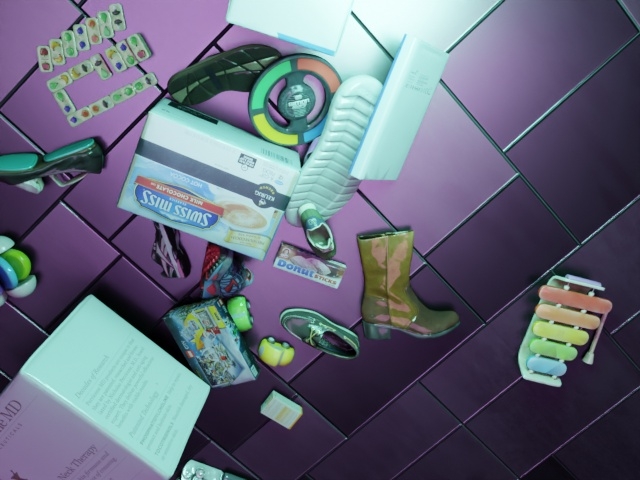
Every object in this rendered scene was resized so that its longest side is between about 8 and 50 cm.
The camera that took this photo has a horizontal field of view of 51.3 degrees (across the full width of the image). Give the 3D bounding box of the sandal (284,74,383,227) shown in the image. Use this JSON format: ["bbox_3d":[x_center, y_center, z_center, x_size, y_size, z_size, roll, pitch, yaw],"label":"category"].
[{"bbox_3d":[0.033,-0.208,1.577,0.169,0.102,0.416,9,125,-31],"label":"sandal"}]

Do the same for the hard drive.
[{"bbox_3d":[0.181,-0.290,1.514,0.040,0.210,0.319,30,108,25],"label":"hard drive"}]

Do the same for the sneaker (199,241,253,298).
[{"bbox_3d":[-0.220,0.067,1.610,0.125,0.262,0.104,4,68,-13],"label":"sneaker"}]

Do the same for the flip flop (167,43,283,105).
[{"bbox_3d":[-0.216,-0.384,1.514,0.277,0.080,0.112,-15,132,15],"label":"flip flop"}]

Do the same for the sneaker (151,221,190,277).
[{"bbox_3d":[-0.389,0.018,1.646,0.077,0.072,0.178,-12,104,12],"label":"sneaker"}]

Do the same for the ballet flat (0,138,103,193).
[{"bbox_3d":[-0.645,-0.162,1.556,0.280,0.095,0.096,-10,121,0],"label":"ballet flat"}]

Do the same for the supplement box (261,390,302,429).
[{"bbox_3d":[-0.107,0.466,1.833,0.098,0.036,0.062,35,104,-14],"label":"supplement box"}]

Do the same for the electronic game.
[{"bbox_3d":[-0.054,-0.317,1.523,0.229,0.048,0.229,-12,131,-14],"label":"electronic game"}]

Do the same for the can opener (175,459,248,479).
[{"bbox_3d":[-0.270,0.703,1.896,0.280,0.074,0.093,22,141,-9],"label":"can opener"}]

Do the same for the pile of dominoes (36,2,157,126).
[{"bbox_3d":[-0.513,-0.395,1.509,0.251,0.040,0.196,-26,109,5],"label":"pile of dominoes"}]

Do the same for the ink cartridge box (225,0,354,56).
[{"bbox_3d":[-0.065,-0.485,1.367,0.223,0.307,0.129,15,109,-9],"label":"ink cartridge box"}]

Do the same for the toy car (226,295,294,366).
[{"bbox_3d":[-0.200,0.257,1.746,0.239,0.053,0.225,-12,109,0],"label":"toy car"}]

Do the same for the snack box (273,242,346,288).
[{"bbox_3d":[-0.028,0.065,1.708,0.178,0.022,0.064,20,108,-10],"label":"snack box"}]

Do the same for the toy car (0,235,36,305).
[{"bbox_3d":[-0.795,0.089,1.606,0.182,0.136,0.159,-21,109,4],"label":"toy car"}]

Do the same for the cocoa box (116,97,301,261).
[{"bbox_3d":[-0.245,-0.141,1.512,0.347,0.231,0.228,21,106,-11],"label":"cocoa box"}]

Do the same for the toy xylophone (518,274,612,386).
[{"bbox_3d":[0.663,0.237,1.781,0.236,0.081,0.323,6,109,-6],"label":"toy xylophone"}]

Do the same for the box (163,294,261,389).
[{"bbox_3d":[-0.273,0.263,1.682,0.159,0.044,0.233,-17,109,24],"label":"box"}]

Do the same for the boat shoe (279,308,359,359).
[{"bbox_3d":[0.001,0.246,1.747,0.228,0.069,0.081,22,106,-11],"label":"boat shoe"}]

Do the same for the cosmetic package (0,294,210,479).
[{"bbox_3d":[-0.548,0.420,1.598,0.393,0.327,0.329,40,115,-11],"label":"cosmetic package"}]

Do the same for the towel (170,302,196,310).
[{"bbox_3d":[-0.311,0.210,1.712,0.148,0.027,0.110,-11,110,24],"label":"towel"}]

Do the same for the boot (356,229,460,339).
[{"bbox_3d":[0.230,0.108,1.725,0.264,0.096,0.280,-1,102,5],"label":"boot"}]

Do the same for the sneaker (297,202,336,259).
[{"bbox_3d":[0.000,0.000,1.616,0.064,0.086,0.192,-26,135,0],"label":"sneaker"}]
